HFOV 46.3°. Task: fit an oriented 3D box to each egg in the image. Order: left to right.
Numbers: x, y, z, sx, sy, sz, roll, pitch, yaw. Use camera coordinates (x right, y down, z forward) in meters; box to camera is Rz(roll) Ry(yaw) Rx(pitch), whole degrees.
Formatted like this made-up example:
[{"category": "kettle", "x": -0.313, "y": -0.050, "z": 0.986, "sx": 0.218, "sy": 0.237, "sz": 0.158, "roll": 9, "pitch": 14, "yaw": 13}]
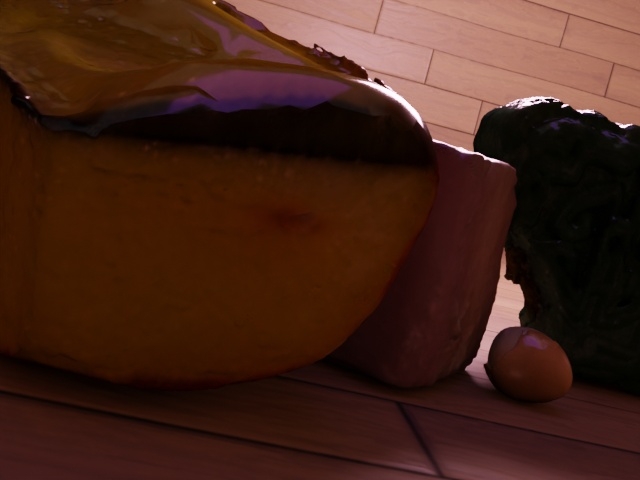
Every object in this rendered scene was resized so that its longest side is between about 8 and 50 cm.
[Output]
[{"category": "egg", "x": 0.203, "y": 0.121, "z": 0.727, "sx": 0.083, "sy": 0.071, "sz": 0.071, "roll": 20, "pitch": 8, "yaw": 23}]

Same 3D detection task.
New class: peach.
[{"category": "peach", "x": -0.107, "y": -0.044, "z": 0.555, "sx": 0.306, "sy": 0.242, "sz": 0.380, "roll": -14, "pitch": 33, "yaw": -39}]

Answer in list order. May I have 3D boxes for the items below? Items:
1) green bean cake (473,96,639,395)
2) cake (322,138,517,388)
[{"category": "green bean cake", "x": 0.311, "y": 0.008, "z": 0.896, "sx": 0.300, "sy": 0.307, "sz": 0.169, "roll": 16, "pitch": 8, "yaw": -3}, {"category": "cake", "x": 0.030, "y": -0.004, "z": 0.766, "sx": 0.309, "sy": 0.229, "sz": 0.237, "roll": 19, "pitch": 10, "yaw": 28}]
